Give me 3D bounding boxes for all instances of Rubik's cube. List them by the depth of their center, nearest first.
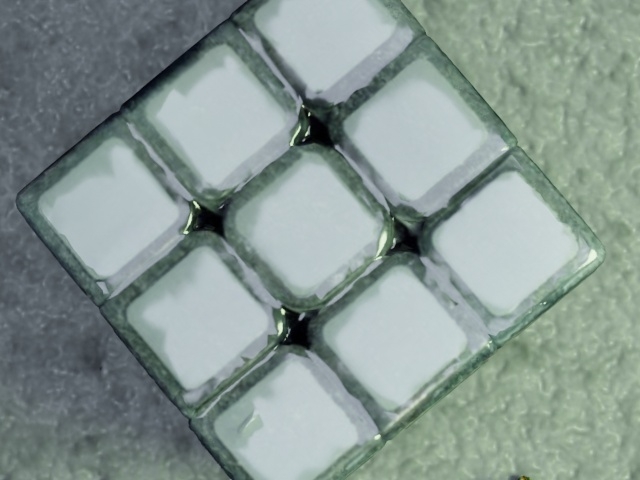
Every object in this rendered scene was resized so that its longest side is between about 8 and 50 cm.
[{"bbox_3d":[0.000,0.000,1.198,0.304,0.301,0.305,-41,86,0],"label":"Rubik's cube"}]

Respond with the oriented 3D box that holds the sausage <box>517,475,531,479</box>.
[{"bbox_3d":[0.199,0.323,1.190,0.082,0.082,0.371,-16,45,3],"label":"sausage"}]
